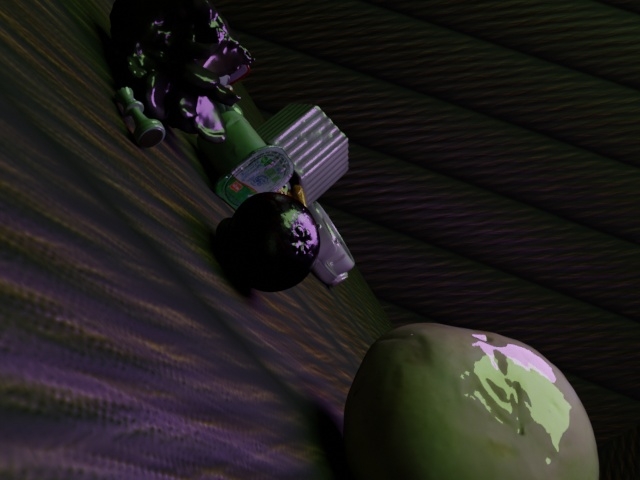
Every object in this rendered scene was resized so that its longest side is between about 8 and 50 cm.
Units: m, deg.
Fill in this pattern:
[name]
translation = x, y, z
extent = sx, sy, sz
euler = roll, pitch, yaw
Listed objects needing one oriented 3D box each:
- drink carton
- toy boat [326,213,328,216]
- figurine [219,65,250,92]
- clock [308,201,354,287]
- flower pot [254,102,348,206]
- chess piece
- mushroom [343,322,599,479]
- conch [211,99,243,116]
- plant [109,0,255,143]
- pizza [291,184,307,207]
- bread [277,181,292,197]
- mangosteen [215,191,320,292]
[drink carton]
translation = -0.151, -0.160, 1.062
extent = 0.142, 0.144, 0.146
euler = 54, 3, 27
[toy boat]
translation = 0.014, -0.025, 1.994
extent = 0.319, 0.092, 0.141
euler = 53, 9, -46
[figurine]
translation = -0.285, -0.422, 1.386
extent = 0.183, 0.160, 0.226
euler = 54, 16, -31
[clock]
translation = 0.000, 0.000, 1.635
extent = 0.265, 0.108, 0.324
euler = 60, 6, 32
[flower pot]
translation = -0.062, -0.220, 1.454
extent = 0.239, 0.189, 0.209
euler = 49, -23, -3
[chess piece]
translation = -0.247, -0.171, 0.751
extent = 0.093, 0.042, 0.042
euler = 54, 4, 20
[mushroom]
translation = 0.194, 0.270, 0.799
extent = 0.353, 0.352, 0.325
euler = -80, 153, -82
[conch]
translation = -0.265, -0.350, 1.569
extent = 0.180, 0.088, 0.065
euler = 50, -37, -12
[plant]
translation = -0.222, -0.298, 0.905
extent = 0.276, 0.188, 0.199
euler = 60, 7, 30
[pizza]
translation = -0.063, -0.039, 1.369
extent = 0.131, 0.041, 0.178
euler = -18, -103, 62
[bread]
translation = -0.161, -0.168, 1.303
extent = 0.269, 0.095, 0.139
euler = 44, 1, 1
[mangosteen]
translation = -0.079, 0.002, 0.823
extent = 0.153, 0.152, 0.152
euler = 57, 5, -8
